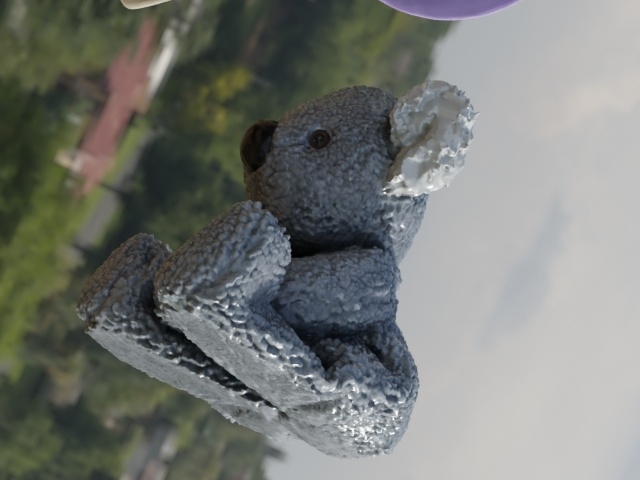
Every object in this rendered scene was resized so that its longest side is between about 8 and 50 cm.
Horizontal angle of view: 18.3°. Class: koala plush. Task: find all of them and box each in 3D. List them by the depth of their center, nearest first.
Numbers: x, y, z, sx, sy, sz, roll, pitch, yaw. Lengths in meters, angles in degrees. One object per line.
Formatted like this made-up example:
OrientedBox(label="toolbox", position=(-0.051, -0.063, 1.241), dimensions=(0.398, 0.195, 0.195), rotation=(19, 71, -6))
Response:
OrientedBox(label="koala plush", position=(0.000, 0.000, 1.228), dimensions=(0.196, 0.203, 0.221), rotation=(-16, -136, 61))

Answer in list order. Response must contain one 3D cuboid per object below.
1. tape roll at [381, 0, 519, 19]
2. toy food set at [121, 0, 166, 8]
OrientedBox(label="tape roll", position=(0.094, -0.250, 1.401), dimensions=(0.080, 0.189, 0.189), rotation=(-37, 151, -78))
OrientedBox(label="toy food set", position=(-0.172, -0.249, 1.156), dimensions=(0.306, 0.092, 0.220), rotation=(-17, 98, -74))
